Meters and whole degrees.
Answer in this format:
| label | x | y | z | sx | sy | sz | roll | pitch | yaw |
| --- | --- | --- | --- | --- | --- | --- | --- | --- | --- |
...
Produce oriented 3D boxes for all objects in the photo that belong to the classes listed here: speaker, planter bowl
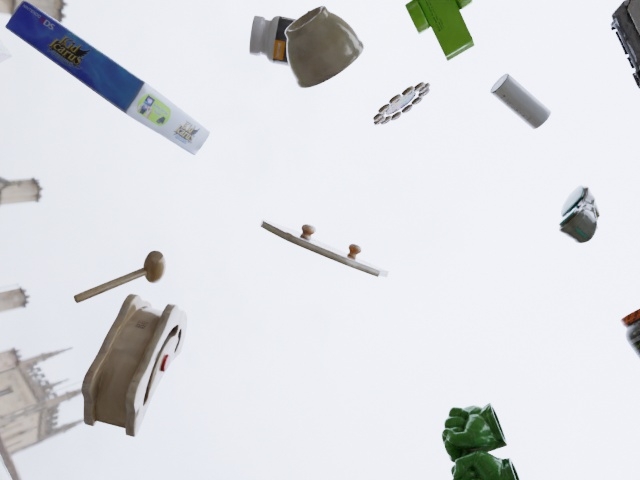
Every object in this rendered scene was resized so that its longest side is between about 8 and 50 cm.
| label | x | y | z | sx | sy | sz | roll | pitch | yaw |
| --- | --- | --- | --- | --- | --- | --- | --- | --- | --- |
| speaker | 0.451 | -0.312 | 1.122 | 0.136 | 0.055 | 0.055 | 36 | -52 | -10 |
| planter bowl | -0.006 | -0.407 | 1.023 | 0.162 | 0.162 | 0.109 | -3 | -46 | 42 |

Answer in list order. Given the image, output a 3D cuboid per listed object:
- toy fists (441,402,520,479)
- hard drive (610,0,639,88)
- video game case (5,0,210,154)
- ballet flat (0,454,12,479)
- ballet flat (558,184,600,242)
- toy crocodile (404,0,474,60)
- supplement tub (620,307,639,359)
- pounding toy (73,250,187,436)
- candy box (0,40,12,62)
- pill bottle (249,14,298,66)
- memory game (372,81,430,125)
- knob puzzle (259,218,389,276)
| label | x | y | z | sx | sy | sz | roll | pitch | yaw |
| --- | --- | --- | --- | --- | --- | --- | --- | --- | --- |
| toy fists | 0.354 | 0.491 | 1.130 | 0.142 | 0.279 | 0.096 | -26 | -62 | 15 |
| hard drive | 0.701 | -0.341 | 0.838 | 0.339 | 0.064 | 0.237 | -17 | -101 | 1 |
| video game case | -0.355 | -0.274 | 0.876 | 0.269 | 0.244 | 0.061 | 36 | -89 | 12 |
| ballet flat | -0.209 | 0.180 | 0.212 | 0.139 | 0.139 | 0.400 | -33 | -128 | 41 |
| ballet flat | 0.516 | -0.048 | 0.985 | 0.068 | 0.213 | 0.072 | 41 | -54 | 9 |
| toy crocodile | 0.190 | -0.507 | 0.949 | 0.115 | 0.105 | 0.340 | -31 | -71 | 22 |
| supplement tub | 0.727 | 0.229 | 1.038 | 0.117 | 0.117 | 0.190 | -46 | -125 | 38 |
| pounding toy | -0.313 | 0.159 | 0.799 | 0.155 | 0.269 | 0.154 | 14 | -38 | 0 |
| candy box | -0.577 | -0.273 | 0.749 | 0.071 | 0.159 | 0.233 | 60 | -9 | -25 |
| pill bottle | -0.102 | -0.693 | 1.749 | 0.278 | 0.162 | 0.162 | 9 | -68 | -6 |
| memory game | 0.224 | -0.376 | 1.379 | 0.186 | 0.186 | 0.012 | -37 | -100 | 40 |
| knob puzzle | 0.000 | 0.000 | 0.693 | 0.213 | 0.213 | 0.030 | 25 | -87 | 35 |
